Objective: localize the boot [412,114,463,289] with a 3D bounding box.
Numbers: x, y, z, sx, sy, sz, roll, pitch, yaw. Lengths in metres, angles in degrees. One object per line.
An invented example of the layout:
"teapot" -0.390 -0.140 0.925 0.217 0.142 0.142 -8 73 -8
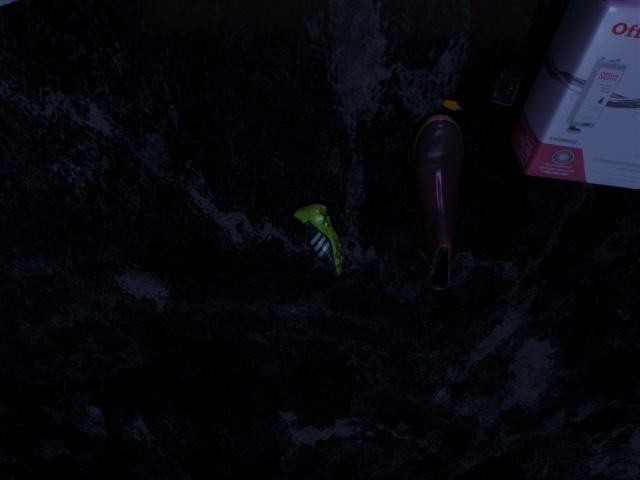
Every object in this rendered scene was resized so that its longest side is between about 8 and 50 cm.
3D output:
"boot" 0.210 -0.064 0.978 0.090 0.206 0.248 -1 134 3

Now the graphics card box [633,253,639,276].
"graphics card box" 0.797 -0.038 1.060 0.233 0.094 0.370 6 133 -4

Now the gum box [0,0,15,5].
"gum box" -0.446 -0.393 0.787 0.189 0.062 0.107 -11 132 13

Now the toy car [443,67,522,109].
"toy car" 0.267 -0.246 0.933 0.122 0.060 0.041 2 -179 23

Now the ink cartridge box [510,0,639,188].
"ink cartridge box" 0.447 -0.232 0.869 0.208 0.117 0.282 7 134 -4

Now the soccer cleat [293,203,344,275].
"soccer cleat" 0.000 0.000 1.159 0.073 0.060 0.178 -5 128 21
